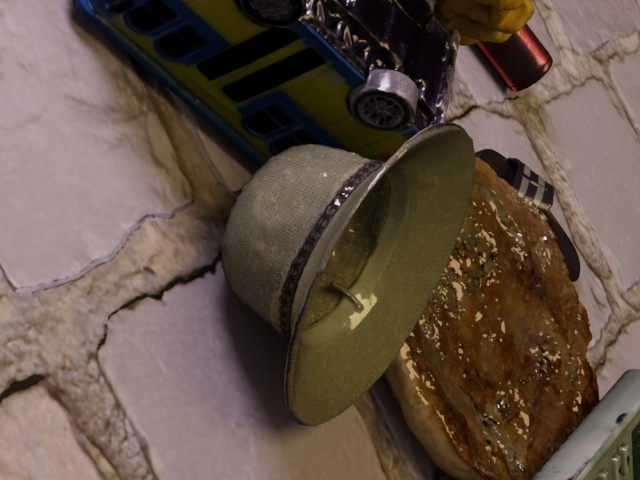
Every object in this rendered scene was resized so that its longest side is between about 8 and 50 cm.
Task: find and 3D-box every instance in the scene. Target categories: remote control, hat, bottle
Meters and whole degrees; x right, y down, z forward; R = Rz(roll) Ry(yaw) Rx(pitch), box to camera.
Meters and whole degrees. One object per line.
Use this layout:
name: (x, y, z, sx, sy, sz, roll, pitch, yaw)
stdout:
remote control: (0.241, 0.242, 1.639, 0.344, 0.050, 0.145, -36, 126, -55)
hat: (0.000, 0.000, 1.404, 0.130, 0.257, 0.257, 29, 27, 22)
bottle: (0.170, -0.229, 1.863, 0.164, 0.060, 0.060, 50, 37, -21)

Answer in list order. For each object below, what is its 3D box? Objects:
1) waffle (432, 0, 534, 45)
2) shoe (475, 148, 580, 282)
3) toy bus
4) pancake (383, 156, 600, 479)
waffle: (0.037, -0.258, 1.529, 0.329, 0.329, 0.062, 36, 76, -37)
shoe: (0.218, -0.031, 1.814, 0.179, 0.049, 0.071, 48, 37, -24)
toy bus: (-0.037, -0.178, 1.444, 0.287, 0.175, 0.138, 40, 46, -32)
pancake: (0.145, 0.071, 1.645, 0.356, 0.065, 0.356, 28, 52, -43)
